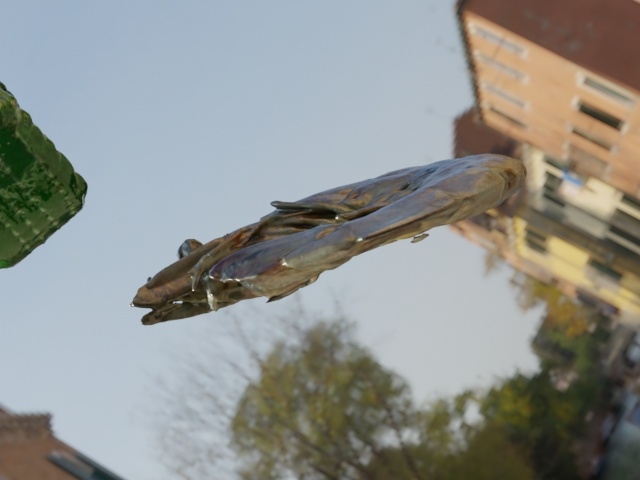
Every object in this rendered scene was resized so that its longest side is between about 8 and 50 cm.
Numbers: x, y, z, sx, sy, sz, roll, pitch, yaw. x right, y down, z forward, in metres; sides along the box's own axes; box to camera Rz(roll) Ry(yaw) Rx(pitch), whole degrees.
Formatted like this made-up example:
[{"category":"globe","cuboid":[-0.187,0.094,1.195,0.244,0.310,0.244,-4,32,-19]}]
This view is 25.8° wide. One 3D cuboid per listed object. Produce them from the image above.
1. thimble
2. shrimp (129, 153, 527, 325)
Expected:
[{"category":"thimble","cuboid":[-0.222,-0.051,0.930,0.090,0.118,0.130,-38,-25,-6]},{"category":"shrimp","cuboid":[0.000,0.000,1.172,0.360,0.085,0.247,-19,4,9]}]
